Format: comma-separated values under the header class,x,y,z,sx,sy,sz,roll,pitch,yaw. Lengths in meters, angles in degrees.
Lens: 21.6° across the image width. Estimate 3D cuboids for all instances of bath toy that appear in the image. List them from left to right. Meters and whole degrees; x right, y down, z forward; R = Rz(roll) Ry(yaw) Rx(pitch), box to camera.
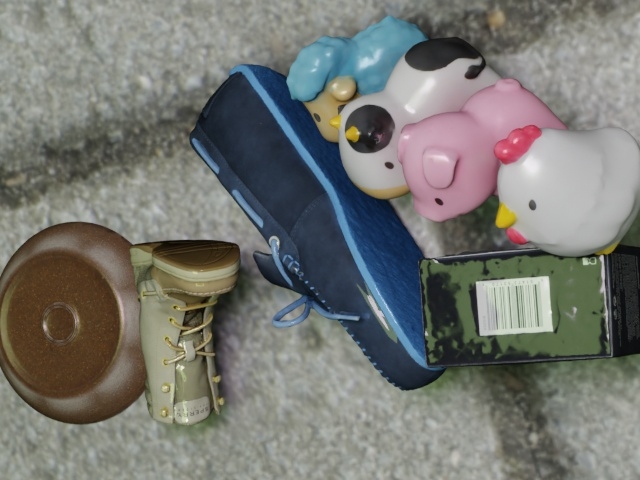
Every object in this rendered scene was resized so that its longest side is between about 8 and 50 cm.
class,x,y,z,sx,sy,sz,roll,pitch,yaw
bath toy,0.108,-0.081,1.341,0.348,0.129,0.151,35,98,53

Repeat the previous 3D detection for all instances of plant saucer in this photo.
class,x,y,z,sx,sy,sz,roll,pitch,yaw
plant saucer,-0.245,0.080,1.626,0.198,0.036,0.199,-1,89,24

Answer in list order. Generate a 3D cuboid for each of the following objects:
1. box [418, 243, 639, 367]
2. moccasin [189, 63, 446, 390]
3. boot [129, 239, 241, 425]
class,x,y,z,sx,sy,sz,roll,pitch,yaw
box,0.181,0.054,1.375,0.156,0.158,0.093,-5,87,23
moccasin,0.000,0.000,1.486,0.117,0.137,0.342,-42,60,22
boot,-0.117,0.084,1.495,0.077,0.213,0.165,-5,94,-20
